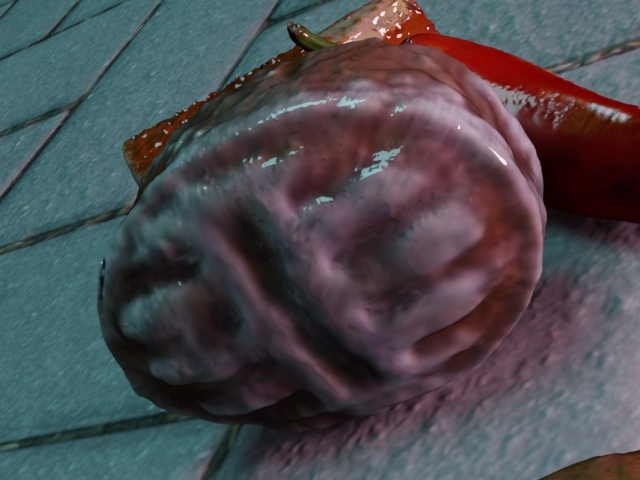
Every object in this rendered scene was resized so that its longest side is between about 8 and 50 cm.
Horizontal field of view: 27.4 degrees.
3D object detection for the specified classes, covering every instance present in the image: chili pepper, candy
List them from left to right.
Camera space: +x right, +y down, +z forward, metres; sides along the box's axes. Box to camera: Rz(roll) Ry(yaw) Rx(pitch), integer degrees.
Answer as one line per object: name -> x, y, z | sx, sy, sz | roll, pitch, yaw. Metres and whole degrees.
candy -> 0.000, 0.000, 0.804 | 0.290, 0.214, 0.157 | -27, 25, 26
chili pepper -> 0.139, -0.080, 0.848 | 0.368, 0.137, 0.091 | 22, 79, 44

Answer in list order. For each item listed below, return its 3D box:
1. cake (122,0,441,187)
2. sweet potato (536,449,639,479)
cake -> -0.003, -0.055, 0.971 | 0.262, 0.158, 0.159 | -31, 29, 9
sweet potato -> 0.095, 0.160, 0.528 | 0.337, 0.131, 0.131 | -22, 29, 25
